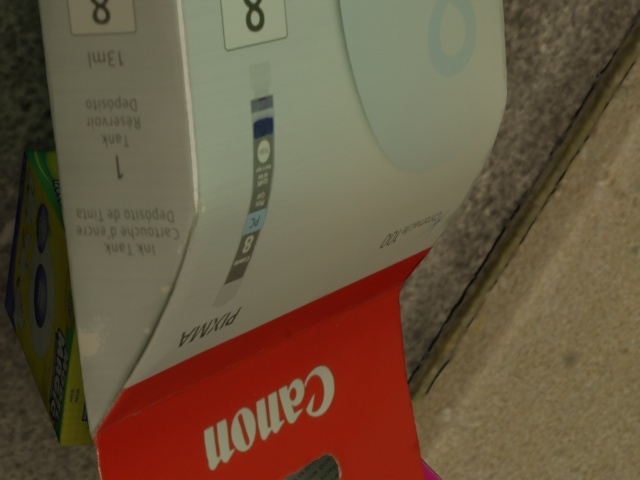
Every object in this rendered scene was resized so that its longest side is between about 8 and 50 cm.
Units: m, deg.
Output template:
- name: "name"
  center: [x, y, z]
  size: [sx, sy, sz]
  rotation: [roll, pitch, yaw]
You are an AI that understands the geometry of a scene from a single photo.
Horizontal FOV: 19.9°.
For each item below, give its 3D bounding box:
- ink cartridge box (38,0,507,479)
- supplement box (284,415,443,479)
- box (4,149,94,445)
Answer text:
- name: "ink cartridge box"
  center: [0.000, 0.000, 0.932]
  size: [0.308, 0.091, 0.385]
  rotation: [-23, 110, -56]
- name: "supplement box"
  center: [-0.035, 0.113, 1.112]
  size: [0.111, 0.114, 0.220]
  rotation: [-44, 127, -2]
- name: "box"
  center: [-0.128, 0.033, 0.972]
  size: [0.043, 0.179, 0.105]
  rotation: [0, 115, -24]
